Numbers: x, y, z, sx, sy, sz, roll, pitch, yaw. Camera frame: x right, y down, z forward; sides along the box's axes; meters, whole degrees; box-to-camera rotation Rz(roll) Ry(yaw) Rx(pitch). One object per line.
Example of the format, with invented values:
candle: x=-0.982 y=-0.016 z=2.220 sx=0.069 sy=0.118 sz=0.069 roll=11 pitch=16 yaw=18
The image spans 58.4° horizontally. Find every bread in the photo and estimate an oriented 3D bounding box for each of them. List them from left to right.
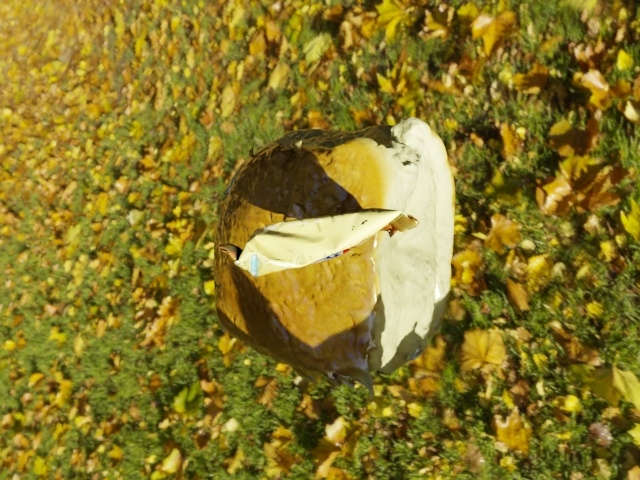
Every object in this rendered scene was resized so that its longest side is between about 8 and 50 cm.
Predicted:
bread: x=0.006 y=-0.004 z=0.619 sx=0.279 sy=0.225 sz=0.249 roll=10 pitch=107 yaw=41

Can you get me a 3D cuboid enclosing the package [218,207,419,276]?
package: x=-0.002 y=0.000 z=0.389 sx=0.121 sy=0.108 sz=0.031 roll=-12 pitch=88 yaw=-2
